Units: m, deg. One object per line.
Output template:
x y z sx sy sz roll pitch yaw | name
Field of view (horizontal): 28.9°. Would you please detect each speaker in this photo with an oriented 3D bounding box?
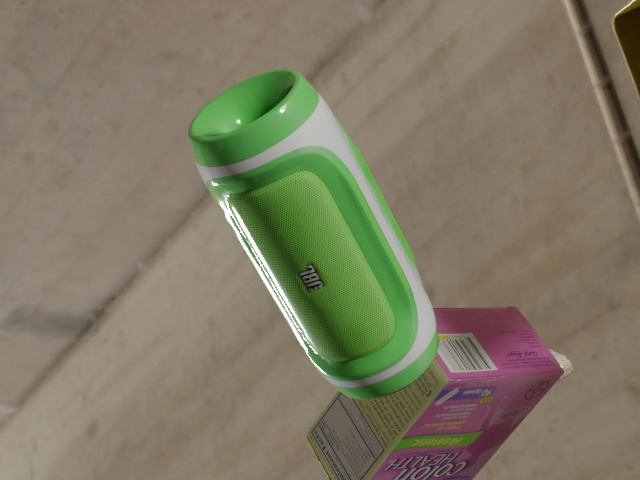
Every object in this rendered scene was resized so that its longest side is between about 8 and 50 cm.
0.000 0.000 1.106 0.131 0.131 0.296 -21 -62 16 | speaker

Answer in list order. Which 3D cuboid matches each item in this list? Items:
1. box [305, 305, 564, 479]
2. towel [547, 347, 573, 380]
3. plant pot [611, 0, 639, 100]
0.141 0.205 1.552 0.214 0.117 0.243 3 -47 -42 | box
0.225 0.183 1.882 0.187 0.282 0.049 -20 -70 -26 | towel
0.458 -0.193 1.279 0.187 0.212 0.212 -18 -6 -15 | plant pot
